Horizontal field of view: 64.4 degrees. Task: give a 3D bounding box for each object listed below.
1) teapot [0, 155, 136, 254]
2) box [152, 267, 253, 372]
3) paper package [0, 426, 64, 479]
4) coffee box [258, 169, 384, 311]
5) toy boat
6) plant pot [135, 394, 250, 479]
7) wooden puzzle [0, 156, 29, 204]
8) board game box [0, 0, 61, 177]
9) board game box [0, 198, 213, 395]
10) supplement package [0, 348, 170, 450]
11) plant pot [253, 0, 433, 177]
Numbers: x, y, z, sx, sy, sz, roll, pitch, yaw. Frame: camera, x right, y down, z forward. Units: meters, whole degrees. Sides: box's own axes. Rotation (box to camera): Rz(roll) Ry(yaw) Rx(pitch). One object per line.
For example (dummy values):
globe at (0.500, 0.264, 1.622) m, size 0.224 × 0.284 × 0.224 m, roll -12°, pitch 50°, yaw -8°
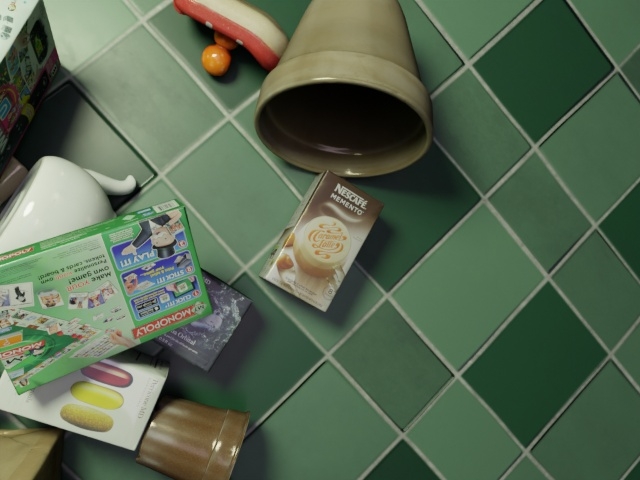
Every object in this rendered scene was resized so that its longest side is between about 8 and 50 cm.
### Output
teapot at (-0.439, -0.002, 0.867) m, size 0.187 × 0.252 × 0.256 m, roll 34°, pitch 100°, yaw -33°
box at (-0.239, 0.139, 0.970) m, size 0.156 × 0.093 × 0.158 m, roll 33°, pitch 81°, yaw -11°
paper package at (-0.524, 0.493, 0.783) m, size 0.168 × 0.309 × 0.324 m, roll 4°, pitch 89°, yaw -16°
coffee box at (0.000, 0.000, 1.025) m, size 0.141 × 0.098 × 0.246 m, roll 30°, pitch 82°, yaw -11°
toy boat at (-0.180, -0.390, 0.987) m, size 0.231 × 0.151 × 0.151 m, roll 26°, pitch 113°, yaw -11°
plant pot at (-0.235, 0.370, 0.938) m, size 0.165 × 0.167 × 0.166 m, roll 22°, pitch 84°, yaw -5°
wooden puzzle at (-0.687, -0.126, 0.894) m, size 0.239 × 0.044 × 0.221 m, roll 44°, pitch 80°, yaw -9°
board game box at (-0.539, -0.232, 0.813) m, size 0.098 × 0.224 × 0.303 m, roll 23°, pitch 73°, yaw -14°
board game box at (-0.345, 0.083, 0.798) m, size 0.318 × 0.046 × 0.213 m, roll -21°, pitch 122°, yaw -25°
supplement package at (-0.412, 0.251, 0.904) m, size 0.244 × 0.134 × 0.138 m, roll 23°, pitch 84°, yaw -12°
plant pot at (0.057, -0.313, 0.963) m, size 0.324 × 0.323 × 0.280 m, roll 13°, pitch 70°, yaw -13°
